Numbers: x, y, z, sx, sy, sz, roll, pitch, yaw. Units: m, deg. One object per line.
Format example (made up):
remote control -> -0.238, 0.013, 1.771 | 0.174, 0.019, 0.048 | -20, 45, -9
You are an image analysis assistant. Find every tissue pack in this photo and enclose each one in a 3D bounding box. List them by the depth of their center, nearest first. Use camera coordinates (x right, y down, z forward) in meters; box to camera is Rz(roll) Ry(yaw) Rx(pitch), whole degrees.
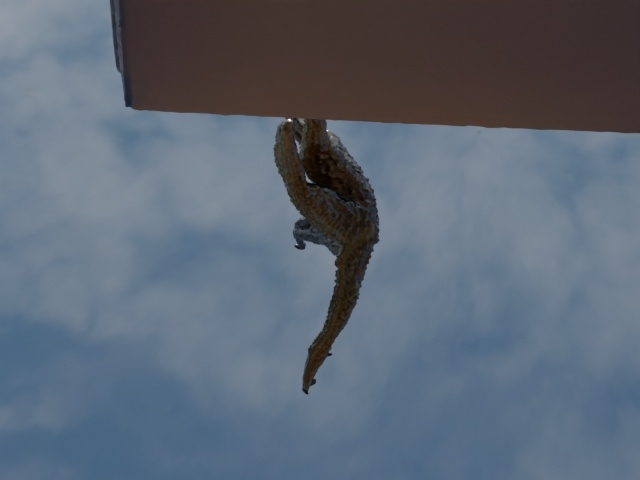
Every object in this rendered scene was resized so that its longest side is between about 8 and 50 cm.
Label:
tissue pack -> 0.036, -0.159, 0.529 | 0.194, 0.274, 0.145 | 1, -118, -4

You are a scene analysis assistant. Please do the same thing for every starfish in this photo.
starfish -> 0.006, 0.000, 0.815 | 0.041, 0.133, 0.130 | -5, -92, 2
